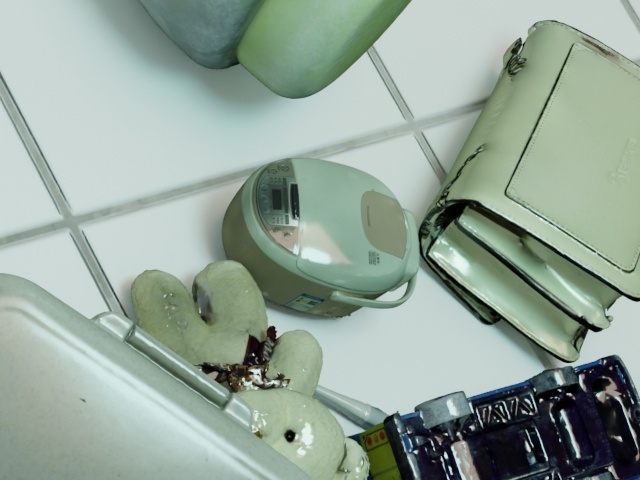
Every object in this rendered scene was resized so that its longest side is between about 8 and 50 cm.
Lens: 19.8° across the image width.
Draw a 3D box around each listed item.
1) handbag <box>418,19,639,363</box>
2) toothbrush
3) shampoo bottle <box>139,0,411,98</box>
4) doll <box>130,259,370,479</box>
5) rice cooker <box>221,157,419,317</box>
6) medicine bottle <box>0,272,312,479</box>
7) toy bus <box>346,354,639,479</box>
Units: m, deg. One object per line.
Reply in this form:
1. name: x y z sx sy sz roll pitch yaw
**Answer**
1. handbag: 0.267 -0.065 2.059 0.236 0.160 0.358 37 45 -6
2. toothbrush: 0.061 0.185 1.820 0.342 0.025 0.030 27 56 -23
3. shampoo bottle: -0.050 -0.328 1.857 0.317 0.322 0.322 44 44 6
4. doll: -0.082 0.129 1.670 0.175 0.149 0.278 -27 61 -1
5. rice cooker: 0.000 0.000 1.824 0.206 0.127 0.145 19 53 -33
6. medicine bottle: -0.193 0.211 1.478 0.375 0.123 0.282 36 76 -13
7. toy bus: 0.163 0.213 1.752 0.287 0.175 0.138 -11 77 -34
